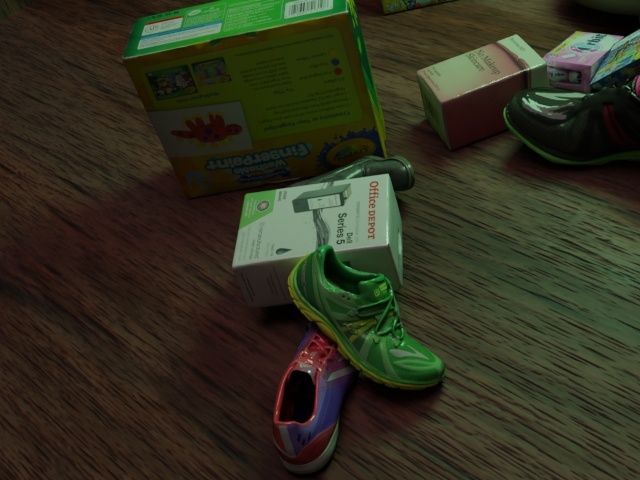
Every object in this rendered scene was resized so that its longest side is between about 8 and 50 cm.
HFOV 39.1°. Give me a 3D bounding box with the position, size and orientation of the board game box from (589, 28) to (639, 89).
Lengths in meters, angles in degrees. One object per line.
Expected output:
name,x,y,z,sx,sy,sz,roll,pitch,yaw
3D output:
board game box,0.623,-0.369,1.737,0.136,0.035,0.201,-54,13,-27

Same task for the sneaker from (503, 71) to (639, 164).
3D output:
sneaker,0.572,-0.240,1.640,0.483,0.202,0.185,10,47,29

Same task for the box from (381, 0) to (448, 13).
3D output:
box,0.282,-0.762,2.362,0.279,0.177,0.290,-9,41,9

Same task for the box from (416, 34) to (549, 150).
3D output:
box,0.337,-0.307,1.863,0.232,0.127,0.148,-21,40,-3

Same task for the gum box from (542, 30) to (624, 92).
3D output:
gum box,0.545,-0.373,1.881,0.107,0.062,0.188,16,38,33

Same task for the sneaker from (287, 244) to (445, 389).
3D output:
sneaker,0.076,0.121,1.413,0.295,0.123,0.109,39,31,11

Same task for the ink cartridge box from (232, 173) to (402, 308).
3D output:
ink cartridge box,0.000,0.000,1.580,0.273,0.115,0.198,-8,41,11

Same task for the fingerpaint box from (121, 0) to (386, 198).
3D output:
fingerpaint box,-0.117,-0.303,1.839,0.445,0.371,0.163,-10,43,11

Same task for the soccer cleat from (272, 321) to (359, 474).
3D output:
soccer cleat,-0.006,0.205,1.418,0.109,0.116,0.318,-2,43,19

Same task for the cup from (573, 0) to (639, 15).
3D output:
cup,0.661,-0.649,2.021,0.331,0.331,0.237,-44,22,-27

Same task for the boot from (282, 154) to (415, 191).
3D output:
boot,0.052,-0.106,1.740,0.208,0.076,0.190,-18,15,-31
